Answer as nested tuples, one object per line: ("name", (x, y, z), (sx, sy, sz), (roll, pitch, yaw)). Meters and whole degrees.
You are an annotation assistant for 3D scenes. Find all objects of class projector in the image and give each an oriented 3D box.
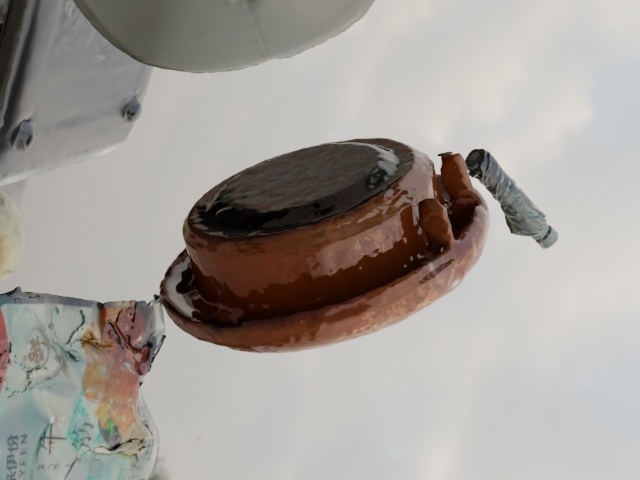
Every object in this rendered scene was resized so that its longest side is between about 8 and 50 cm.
("projector", (-0.321, -0.294, 1.494), (0.395, 0.242, 0.405), (-32, 143, -70))

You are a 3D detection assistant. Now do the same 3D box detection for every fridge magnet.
("fridge magnet", (0.000, 0.000, 1.439), (0.363, 0.363, 0.155), (-116, -171, -68))

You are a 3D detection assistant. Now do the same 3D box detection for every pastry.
("pastry", (-0.439, -0.004, 1.649), (0.156, 0.156, 0.092), (-67, -149, 27))

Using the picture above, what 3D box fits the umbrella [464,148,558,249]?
("umbrella", (0.260, -0.055, 1.852), (0.050, 0.188, 0.046), (-32, -147, 24))

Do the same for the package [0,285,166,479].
("package", (-0.172, 0.118, 0.983), (0.232, 0.040, 0.166), (8, 88, -66))

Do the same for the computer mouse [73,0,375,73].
("computer mouse", (-0.074, -0.223, 0.667), (0.095, 0.197, 0.331), (-94, 166, -52))
